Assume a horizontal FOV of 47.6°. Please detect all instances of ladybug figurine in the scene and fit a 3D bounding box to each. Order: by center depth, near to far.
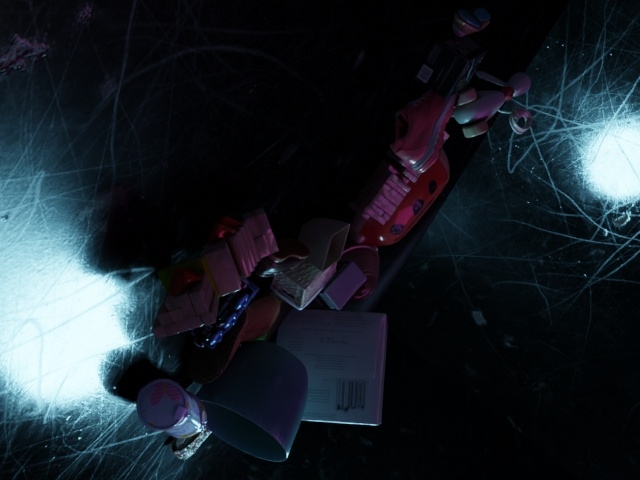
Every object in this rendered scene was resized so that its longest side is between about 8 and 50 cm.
[{"bbox_3d":[0.264,-0.141,2.315,0.449,0.162,0.305,-49,167,-18],"label":"ladybug figurine"}]

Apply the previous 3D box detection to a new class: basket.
[{"bbox_3d":[-0.041,0.082,1.950,0.167,0.113,0.103,-45,162,-33],"label":"basket"}]

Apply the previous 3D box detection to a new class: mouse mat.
[{"bbox_3d":[-0.152,0.229,2.058,0.190,0.007,0.152,-54,150,-9],"label":"mouse mat"}]

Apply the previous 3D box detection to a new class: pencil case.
[{"bbox_3d":[-0.343,0.397,1.693,0.113,0.124,0.273,-50,166,-14],"label":"pencil case"}]

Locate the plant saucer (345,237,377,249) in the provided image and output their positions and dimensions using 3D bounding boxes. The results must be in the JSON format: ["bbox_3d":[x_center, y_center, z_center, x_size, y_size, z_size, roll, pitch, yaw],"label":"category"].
[{"bbox_3d":[0.097,0.105,2.567,0.332,0.084,0.332,-49,166,-16],"label":"plant saucer"}]

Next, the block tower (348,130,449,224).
[{"bbox_3d":[0.225,-0.201,2.095,0.097,0.091,0.335,35,95,-33],"label":"block tower"}]

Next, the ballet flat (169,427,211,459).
[{"bbox_3d":[-0.359,0.543,2.140,0.241,0.091,0.077,-56,145,-1],"label":"ballet flat"}]

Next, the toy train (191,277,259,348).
[{"bbox_3d":[-0.213,0.156,1.610,0.184,0.080,0.105,-54,173,6],"label":"toy train"}]

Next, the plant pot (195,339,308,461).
[{"bbox_3d":[-0.168,0.412,1.952,0.235,0.292,0.293,-61,173,-32],"label":"plant pot"}]

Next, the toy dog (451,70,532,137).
[{"bbox_3d":[0.547,-0.462,2.445,0.333,0.161,0.220,-8,100,-32],"label":"toy dog"}]

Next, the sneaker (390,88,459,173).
[{"bbox_3d":[0.273,-0.339,1.934,0.116,0.136,0.314,-31,-144,60],"label":"sneaker"}]

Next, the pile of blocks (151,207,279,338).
[{"bbox_3d":[-0.201,0.030,1.309,0.362,0.148,0.113,-50,128,-55],"label":"pile of blocks"}]

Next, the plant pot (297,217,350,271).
[{"bbox_3d":[0.000,0.000,1.873,0.109,0.096,0.109,-35,145,-56],"label":"plant pot"}]

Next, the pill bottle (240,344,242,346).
[{"bbox_3d":[-0.202,0.295,2.099,0.043,0.043,0.083,-56,167,12],"label":"pill bottle"}]

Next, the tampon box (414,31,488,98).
[{"bbox_3d":[0.336,-0.453,1.863,0.161,0.101,0.120,-37,161,-53],"label":"tampon box"}]

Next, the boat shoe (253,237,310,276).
[{"bbox_3d":[-0.096,0.043,1.742,0.073,0.073,0.207,-55,160,19],"label":"boat shoe"}]

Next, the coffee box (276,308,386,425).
[{"bbox_3d":[0.039,0.411,2.341,0.334,0.337,0.338,64,30,-76],"label":"coffee box"}]

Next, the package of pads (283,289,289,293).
[{"bbox_3d":[-0.074,0.114,2.093,0.083,0.032,0.050,-54,166,7],"label":"package of pads"}]

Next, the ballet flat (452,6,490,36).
[{"bbox_3d":[0.372,-0.544,1.833,0.067,0.073,0.206,-44,171,35],"label":"ballet flat"}]

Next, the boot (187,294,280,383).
[{"bbox_3d":[-0.209,0.248,1.852,0.236,0.089,0.269,-54,169,6],"label":"boot"}]

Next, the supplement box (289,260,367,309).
[{"bbox_3d":[0.014,0.129,2.101,0.130,0.073,0.239,-47,-160,-23],"label":"supplement box"}]

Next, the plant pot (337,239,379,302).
[{"bbox_3d":[0.108,0.124,2.363,0.237,0.110,0.237,-21,136,-21],"label":"plant pot"}]
